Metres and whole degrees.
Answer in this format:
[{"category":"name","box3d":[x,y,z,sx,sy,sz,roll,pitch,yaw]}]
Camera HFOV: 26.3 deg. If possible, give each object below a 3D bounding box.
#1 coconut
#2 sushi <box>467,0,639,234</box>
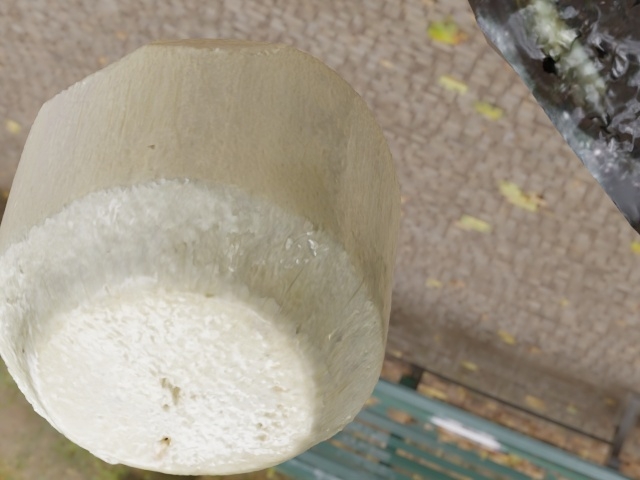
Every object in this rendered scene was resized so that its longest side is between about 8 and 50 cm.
[{"category":"coconut","box3d":[-0.071,-0.002,0.822,0.238,0.265,0.237,5,134,5]},{"category":"sushi","box3d":[0.221,-0.111,0.689,0.215,0.212,0.227,27,-152,-28]}]
